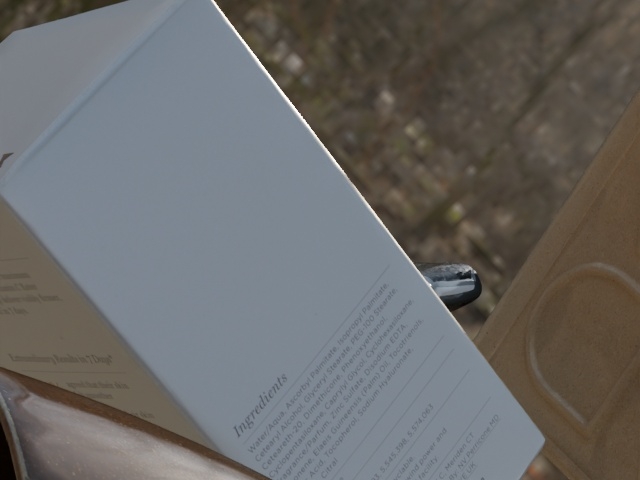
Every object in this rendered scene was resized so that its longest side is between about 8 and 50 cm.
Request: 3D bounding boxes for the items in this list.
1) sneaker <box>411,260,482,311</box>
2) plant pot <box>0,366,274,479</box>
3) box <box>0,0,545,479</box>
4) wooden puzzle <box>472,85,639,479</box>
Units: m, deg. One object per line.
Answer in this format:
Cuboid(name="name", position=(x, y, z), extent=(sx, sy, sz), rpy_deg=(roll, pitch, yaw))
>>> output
Cuboid(name="sneaker", position=(0.000, 0.000, 1.331), extent=(0.086, 0.228, 0.132), rpy_deg=(-31, -112, 63))
Cuboid(name="plant pot", position=(-0.061, 0.168, 0.746), extent=(0.230, 0.215, 0.215), rpy_deg=(15, 25, -34))
Cuboid(name="box", position=(-0.073, 0.051, 1.101), extent=(0.215, 0.168, 0.345), rpy_deg=(-3, -50, 54))
Cuboid(name="wooden puzzle", position=(0.287, 0.054, 1.410), extent=(0.080, 0.322, 0.348), rpy_deg=(21, 17, -40))
